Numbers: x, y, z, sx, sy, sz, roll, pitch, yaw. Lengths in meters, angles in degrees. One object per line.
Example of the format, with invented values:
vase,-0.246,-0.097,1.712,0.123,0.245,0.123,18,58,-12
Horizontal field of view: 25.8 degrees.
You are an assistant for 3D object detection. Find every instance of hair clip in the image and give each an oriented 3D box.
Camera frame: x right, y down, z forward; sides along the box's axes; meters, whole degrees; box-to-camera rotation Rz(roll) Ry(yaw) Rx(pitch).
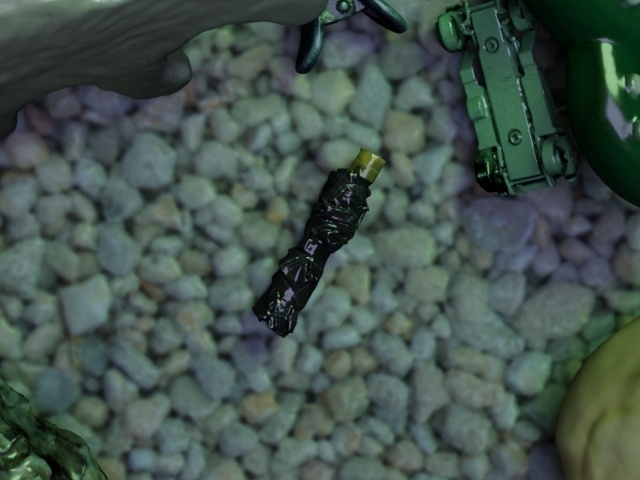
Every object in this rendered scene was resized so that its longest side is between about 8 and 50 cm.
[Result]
hair clip,-0.030,-0.253,0.936,0.083,0.048,0.275,-23,100,-4

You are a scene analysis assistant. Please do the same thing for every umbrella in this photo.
umbrella,0.000,0.000,0.978,0.037,0.040,0.144,31,89,-5

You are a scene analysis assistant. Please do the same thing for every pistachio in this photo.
pistachio,0.306,0.120,0.994,0.299,0.187,0.187,-24,102,-15

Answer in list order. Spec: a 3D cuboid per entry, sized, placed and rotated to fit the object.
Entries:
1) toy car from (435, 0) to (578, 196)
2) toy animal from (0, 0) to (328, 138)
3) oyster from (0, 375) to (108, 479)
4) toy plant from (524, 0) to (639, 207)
toy car,0.133,-0.103,0.977,0.073,0.054,0.143,-14,95,34
toy animal,-0.201,-0.162,0.864,0.308,0.266,0.188,-24,87,34
oyster,-0.243,0.128,0.877,0.158,0.162,0.351,-40,106,-25
toy plant,0.234,-0.148,0.961,0.232,0.112,0.243,-43,109,-31
